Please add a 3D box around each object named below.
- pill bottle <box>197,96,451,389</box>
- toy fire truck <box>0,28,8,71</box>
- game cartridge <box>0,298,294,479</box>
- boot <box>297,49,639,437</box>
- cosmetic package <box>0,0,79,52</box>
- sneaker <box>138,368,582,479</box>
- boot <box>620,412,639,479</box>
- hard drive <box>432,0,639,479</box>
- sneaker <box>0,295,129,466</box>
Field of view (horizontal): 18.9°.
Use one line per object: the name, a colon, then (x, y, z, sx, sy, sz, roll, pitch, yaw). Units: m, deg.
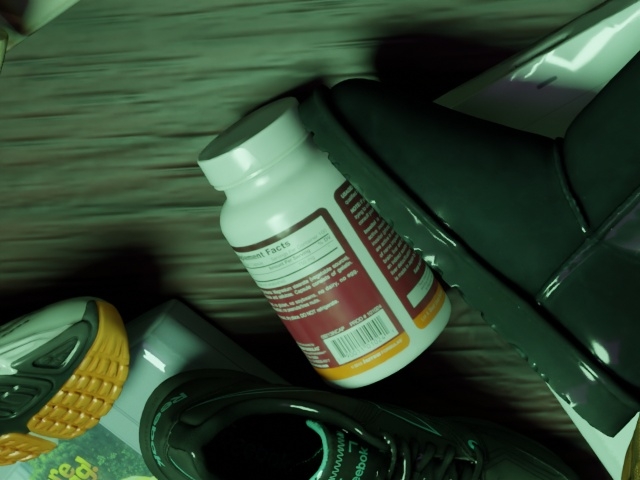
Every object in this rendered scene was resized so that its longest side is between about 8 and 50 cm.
pill bottle: (0.000, 0.000, 1.060, 0.086, 0.086, 0.152, -26, 107, 24)
toy fire truck: (-0.291, -0.086, 0.947, 0.246, 0.158, 0.217, 36, 140, 27)
game cartridge: (-0.120, 0.180, 1.202, 0.196, 0.060, 0.294, 39, 119, -2)
boot: (0.135, -0.054, 0.951, 0.207, 0.094, 0.246, -47, 65, 6)
cosmetic package: (-0.109, -0.221, 0.954, 0.296, 0.129, 0.153, -32, 104, 26)
sneaker: (0.031, 0.139, 1.076, 0.267, 0.106, 0.101, 12, 85, -10)
boot: (0.196, 0.084, 0.966, 0.073, 0.152, 0.197, 12, 118, 9)
hard drive: (0.202, 0.020, 1.045, 0.203, 0.040, 0.307, -29, 105, 25)
sneaker: (-0.223, 0.078, 1.138, 0.262, 0.121, 0.099, -29, 144, 28)
